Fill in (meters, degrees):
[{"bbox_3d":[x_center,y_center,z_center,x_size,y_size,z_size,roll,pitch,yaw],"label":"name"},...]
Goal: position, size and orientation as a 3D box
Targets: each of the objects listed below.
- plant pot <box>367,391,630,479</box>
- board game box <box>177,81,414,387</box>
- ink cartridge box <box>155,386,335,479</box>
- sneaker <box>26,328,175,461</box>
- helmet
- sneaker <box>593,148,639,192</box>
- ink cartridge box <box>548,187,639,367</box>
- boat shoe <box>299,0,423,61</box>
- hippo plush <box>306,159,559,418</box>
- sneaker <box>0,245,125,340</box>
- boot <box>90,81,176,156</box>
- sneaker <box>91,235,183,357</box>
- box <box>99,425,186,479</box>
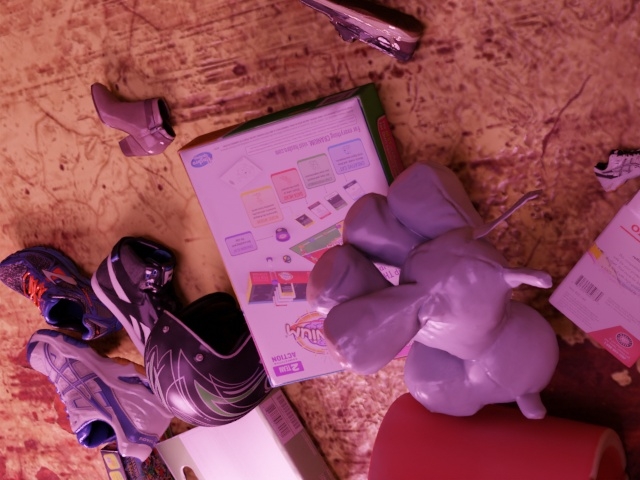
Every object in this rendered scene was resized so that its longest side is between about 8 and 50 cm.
[{"bbox_3d":[0.213,0.307,1.585,0.243,0.275,0.275,-3,112,25],"label":"plant pot"},{"bbox_3d":[0.000,0.000,1.644,0.242,0.064,0.316,-14,105,23],"label":"board game box"},{"bbox_3d":[-0.103,0.310,1.921,0.235,0.056,0.171,-27,96,44],"label":"ink cartridge box"},{"bbox_3d":[-0.327,0.214,1.942,0.296,0.131,0.112,15,166,42],"label":"sneaker"},{"bbox_3d":[-0.143,0.155,1.776,0.169,0.161,0.169,40,142,40],"label":"helmet"},{"bbox_3d":[0.316,-0.082,1.442,0.083,0.032,0.037,-36,91,40],"label":"sneaker"},{"bbox_3d":[0.342,0.024,1.456,0.115,0.067,0.198,41,131,10],"label":"ink cartridge box"},{"bbox_3d":[0.038,-0.240,1.537,0.152,0.056,0.049,27,121,21],"label":"boat shoe"},{"bbox_3d":[0.157,0.062,1.510,0.294,0.234,0.236,-23,134,26],"label":"hippo plush"},{"bbox_3d":[-0.370,0.074,1.961,0.221,0.087,0.083,21,123,25],"label":"sneaker"},{"bbox_3d":[-0.235,-0.162,1.781,0.087,0.042,0.118,-23,100,34],"label":"boot"},{"bbox_3d":[-0.209,0.086,1.861,0.217,0.079,0.121,44,129,8],"label":"sneaker"},{"bbox_3d":[-0.240,0.363,2.004,0.036,0.114,0.207,-1,113,35],"label":"box"}]
